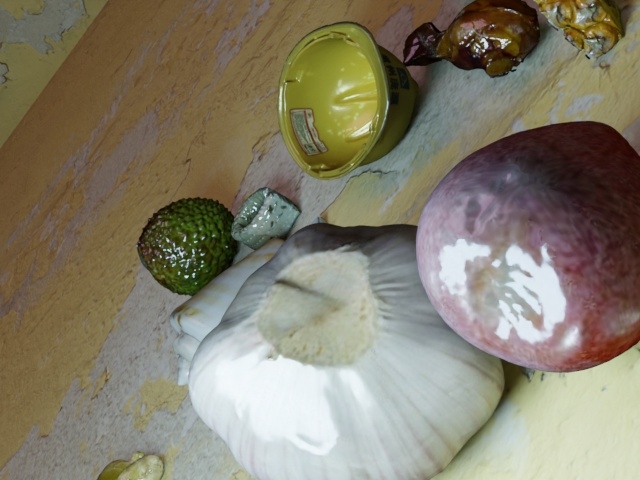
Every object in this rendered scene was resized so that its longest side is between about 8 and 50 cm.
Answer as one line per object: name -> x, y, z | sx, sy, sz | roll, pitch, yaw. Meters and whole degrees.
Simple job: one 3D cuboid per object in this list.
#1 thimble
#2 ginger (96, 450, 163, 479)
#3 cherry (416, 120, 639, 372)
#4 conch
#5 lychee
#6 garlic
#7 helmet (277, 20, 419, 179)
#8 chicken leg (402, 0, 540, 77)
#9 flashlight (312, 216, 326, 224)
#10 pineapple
thimble -> -0.084, -0.033, 1.916 | 0.110, 0.062, 0.084 | -36, 35, 43
ginger -> -0.317, 0.398, 1.867 | 0.115, 0.081, 0.205 | 26, 77, 34
cherry -> 0.215, 0.004, 1.159 | 0.239, 0.239, 0.206 | -127, 34, -63
conch -> -0.136, 0.097, 1.795 | 0.158, 0.127, 0.255 | -1, 62, 62
lychee -> -0.206, 0.006, 2.007 | 0.171, 0.171, 0.171 | -43, 30, 32
garlic -> 0.029, 0.127, 1.301 | 0.317, 0.259, 0.317 | -15, 50, 18
helmet -> 0.060, -0.195, 1.726 | 0.257, 0.140, 0.205 | -26, 76, 51
chicken leg -> 0.180, -0.261, 1.633 | 0.113, 0.093, 0.304 | -36, 16, -16
flashlight -> 0.000, 0.000, 1.773 | 0.018, 0.018, 0.083 | -44, 30, 28
pineapple -> 0.279, -0.318, 1.460 | 0.079, 0.135, 0.233 | -45, 27, 28
